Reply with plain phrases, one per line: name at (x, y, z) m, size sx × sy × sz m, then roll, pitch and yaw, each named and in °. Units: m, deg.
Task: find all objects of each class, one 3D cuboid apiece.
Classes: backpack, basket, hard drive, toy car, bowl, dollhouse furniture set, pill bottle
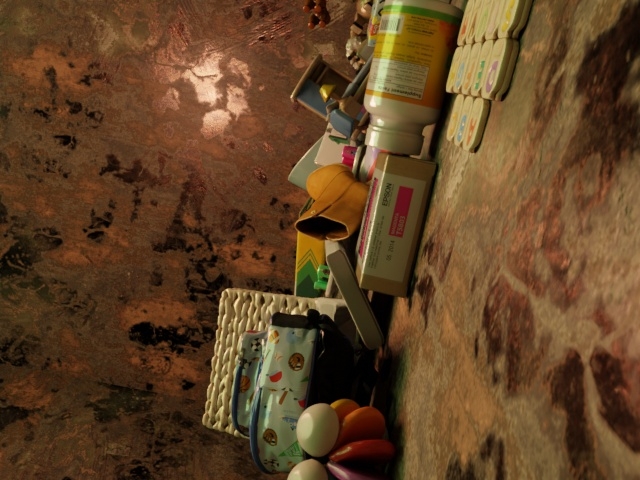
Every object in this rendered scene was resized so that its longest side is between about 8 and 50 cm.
backpack at (-0.038, 0.277, 1.037) m, size 0.276 × 0.213 × 0.264 m, roll 46°, pitch -139°, yaw -56°
basket at (-0.077, 0.285, 1.362) m, size 0.331 × 0.266 × 0.329 m, roll 36°, pitch -118°, yaw -76°
hard drive at (0.065, 0.092, 1.264) m, size 0.307 × 0.040 × 0.203 m, roll -95°, pitch -19°, yaw -82°
toy car at (0.048, 0.329, 0.866) m, size 0.136 × 0.159 × 0.182 m, roll -7°, pitch 67°, yaw 49°
bowl at (0.063, -0.242, 1.872) m, size 0.311 × 0.163 × 0.311 m, roll -44°, pitch -3°, yaw -3°
dollhouse furniture set at (0.064, -0.413, 1.398) m, size 0.287 × 0.198 × 0.303 m, roll -57°, pitch -3°, yaw -1°
pill bottle at (0.151, -0.276, 1.014) m, size 0.136 × 0.136 × 0.246 m, roll -87°, pitch 9°, yaw -76°

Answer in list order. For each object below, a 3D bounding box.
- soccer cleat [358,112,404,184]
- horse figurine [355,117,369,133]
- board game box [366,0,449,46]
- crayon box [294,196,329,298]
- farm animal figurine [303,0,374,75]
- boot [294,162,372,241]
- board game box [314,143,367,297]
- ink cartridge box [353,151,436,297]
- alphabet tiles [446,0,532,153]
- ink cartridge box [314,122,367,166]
soccer cleat at (0.151, -0.210, 1.303) m, size 0.318 × 0.108 × 0.117 m, roll 100°, pitch 168°, yaw -46°
horse figurine at (0.166, -0.328, 1.418) m, size 0.174 × 0.066 × 0.263 m, roll -54°, pitch 1°, yaw 36°
board game box at (0.191, -0.528, 1.186) m, size 0.142 × 0.144 × 0.276 m, roll -83°, pitch 5°, yaw -60°
crayon box at (0.000, 0.000, 1.654) m, size 0.202 × 0.081 × 0.319 m, roll -63°, pitch -17°, yaw -46°
farm animal figurine at (0.137, -0.643, 1.549) m, size 0.330 × 0.327 × 0.172 m, roll -24°, pitch 34°, yaw 39°
boot at (0.011, -0.082, 1.296) m, size 0.211 × 0.295 × 0.104 m, roll -36°, pitch -62°, yaw -34°
board game box at (0.087, -0.086, 1.622) m, size 0.390 × 0.050 × 0.390 m, roll -42°, pitch -34°, yaw -69°
ink cartridge box at (0.127, -0.037, 1.071) m, size 0.193 × 0.088 × 0.235 m, roll -85°, pitch 8°, yaw -81°
alphabet tiles at (0.216, -0.263, 0.789) m, size 0.284 × 0.021 × 0.278 m, roll -88°, pitch 9°, yaw -74°
ink cartridge box at (0.072, -0.291, 1.645) m, size 0.160 × 0.092 × 0.220 m, roll 12°, pitch -83°, yaw -80°
